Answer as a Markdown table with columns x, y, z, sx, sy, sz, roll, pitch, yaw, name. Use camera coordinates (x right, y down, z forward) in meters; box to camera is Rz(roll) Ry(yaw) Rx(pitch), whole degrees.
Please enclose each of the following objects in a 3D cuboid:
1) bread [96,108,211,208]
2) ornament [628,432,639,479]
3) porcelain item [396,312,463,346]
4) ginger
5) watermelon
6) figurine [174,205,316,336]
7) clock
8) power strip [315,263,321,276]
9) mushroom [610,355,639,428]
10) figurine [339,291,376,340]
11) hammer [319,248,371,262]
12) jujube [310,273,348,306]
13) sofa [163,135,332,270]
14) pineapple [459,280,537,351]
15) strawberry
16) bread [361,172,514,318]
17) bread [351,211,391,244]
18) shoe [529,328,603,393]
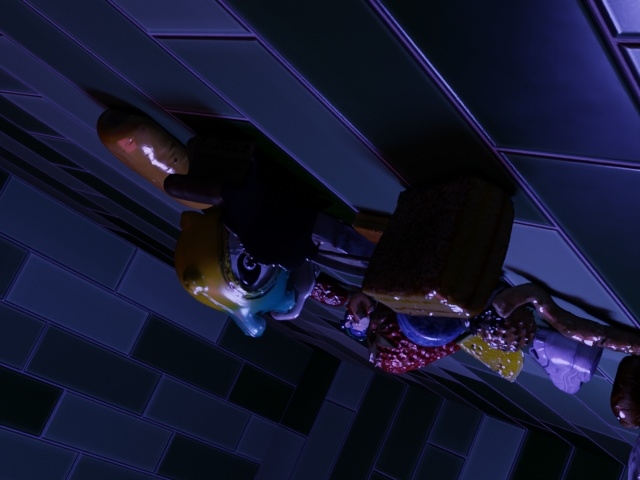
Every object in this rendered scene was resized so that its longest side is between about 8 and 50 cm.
| x | y | z | sx | sy | sz | roll | pitch | yaw | name |
| --- | --- | --- | --- | --- | --- | --- | --- | --- | --- |
| -0.314 | -0.153 | 1.642 | 0.142 | 0.091 | 0.305 | 22 | 168 | 40 | bread |
| 0.750 | 0.453 | 1.520 | 0.337 | 0.337 | 0.337 | 24 | 168 | 5 | ornament |
| 0.228 | 0.136 | 1.657 | 0.147 | 0.147 | 0.114 | 24 | 166 | 4 | porcelain item |
| 0.441 | 0.144 | 1.448 | 0.288 | 0.075 | 0.089 | 22 | -168 | -9 | ginger |
| 0.413 | 0.245 | 1.909 | 0.181 | 0.092 | 0.075 | 37 | 151 | -16 | watermelon |
| -0.187 | 0.058 | 1.881 | 0.231 | 0.323 | 0.340 | -23 | 149 | 35 | figurine |
| 0.000 | 0.000 | 1.748 | 0.281 | 0.055 | 0.280 | 24 | 169 | 5 | clock |
| -0.076 | 0.078 | 2.175 | 0.052 | 0.078 | 0.272 | 30 | 167 | -19 | power strip |
| 0.613 | 0.306 | 1.605 | 0.080 | 0.135 | 0.170 | 20 | 140 | 38 | mushroom |
| 0.118 | 0.203 | 2.270 | 0.195 | 0.111 | 0.102 | 91 | 154 | -61 | figurine |
| 0.039 | 0.028 | 1.602 | 0.292 | 0.029 | 0.058 | 9 | 163 | 47 | hammer |
| 0.015 | 0.135 | 2.251 | 0.129 | 0.077 | 0.077 | 24 | 168 | -4 | jujube |
| -0.139 | -0.055 | 1.482 | 0.200 | 0.182 | 0.258 | 14 | 164 | 45 | sofa |
| 0.317 | 0.132 | 1.547 | 0.111 | 0.119 | 0.237 | 14 | 168 | 42 | pineapple |
| 0.241 | 0.237 | 2.070 | 0.244 | 0.205 | 0.205 | 6 | 174 | -18 | strawberry |
| 0.168 | 0.016 | 1.170 | 0.110 | 0.184 | 0.234 | 25 | 170 | -17 | bread |
| 0.118 | -0.014 | 1.497 | 0.094 | 0.035 | 0.090 | 14 | 164 | 43 | bread |
| 0.502 | 0.249 | 1.744 | 0.138 | 0.095 | 0.245 | 26 | 165 | 12 | shoe |
